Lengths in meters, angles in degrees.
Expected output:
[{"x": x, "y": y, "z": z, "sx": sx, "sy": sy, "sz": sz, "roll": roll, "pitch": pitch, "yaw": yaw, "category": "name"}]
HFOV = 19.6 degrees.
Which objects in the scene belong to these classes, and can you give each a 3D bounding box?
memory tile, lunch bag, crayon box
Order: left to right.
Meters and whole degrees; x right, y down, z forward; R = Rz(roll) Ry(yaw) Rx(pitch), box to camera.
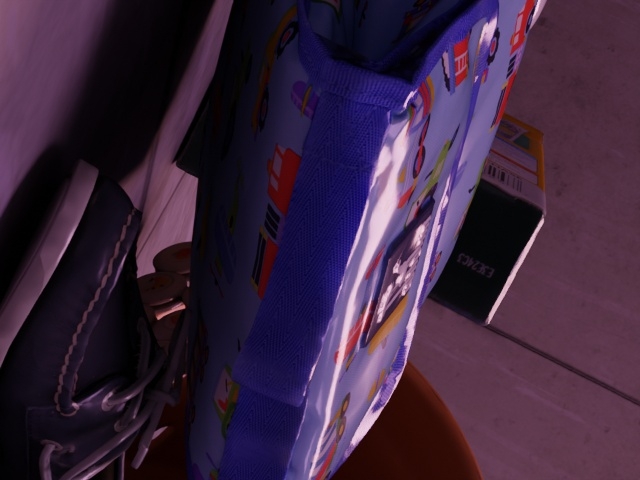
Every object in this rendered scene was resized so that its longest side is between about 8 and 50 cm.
[{"x": -0.066, "y": 0.038, "z": 1.016, "sx": 0.148, "sy": 0.113, "sz": 0.012, "roll": -52, "pitch": 138, "yaw": -53, "category": "memory tile"}, {"x": 0.001, "y": -0.025, "z": 0.782, "sx": 0.293, "sy": 0.138, "sz": 0.221, "roll": -70, "pitch": 177, "yaw": -59, "category": "lunch bag"}, {"x": 0.040, "y": -0.059, "z": 1.199, "sx": 0.083, "sy": 0.203, "sz": 0.323, "roll": -63, "pitch": 179, "yaw": 14, "category": "crayon box"}]

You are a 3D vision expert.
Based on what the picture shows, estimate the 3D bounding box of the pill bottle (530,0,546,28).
[{"x": 0.084, "y": -0.202, "z": 1.173, "sx": 0.152, "sy": 0.152, "sz": 0.272, "roll": -64, "pitch": 179, "yaw": 40, "category": "pill bottle"}]

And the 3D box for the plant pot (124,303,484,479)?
[{"x": -0.069, "y": 0.196, "z": 1.110, "sx": 0.203, "sy": 0.291, "sz": 0.291, "roll": -37, "pitch": -160, "yaw": 49, "category": "plant pot"}]

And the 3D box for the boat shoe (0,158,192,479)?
[{"x": -0.098, "y": 0.059, "z": 0.753, "sx": 0.095, "sy": 0.079, "sz": 0.254, "roll": -63, "pitch": 180, "yaw": -39, "category": "boat shoe"}]
